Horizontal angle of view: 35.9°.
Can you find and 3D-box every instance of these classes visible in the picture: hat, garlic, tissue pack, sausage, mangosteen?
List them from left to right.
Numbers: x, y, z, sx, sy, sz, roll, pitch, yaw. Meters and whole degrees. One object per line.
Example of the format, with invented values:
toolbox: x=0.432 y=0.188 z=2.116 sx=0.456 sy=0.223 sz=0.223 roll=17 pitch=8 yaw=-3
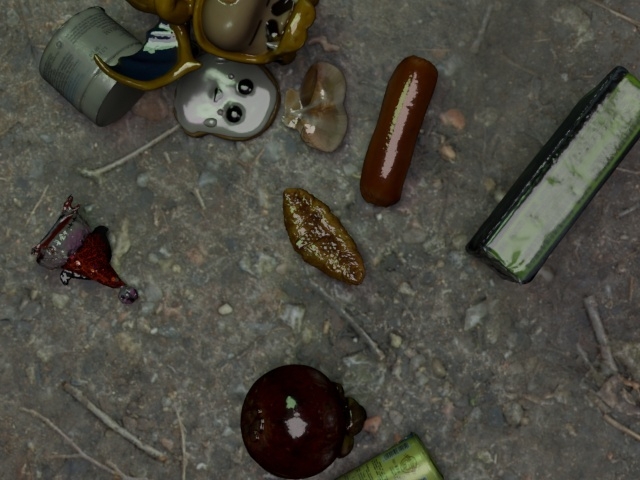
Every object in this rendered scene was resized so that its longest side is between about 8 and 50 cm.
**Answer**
hat: x=-0.441 y=0.038 z=1.918 sx=0.227 sy=0.129 sz=0.140 roll=40 pitch=74 yaw=-15
mangosteen: x=-0.021 y=0.340 z=1.849 sx=0.257 sy=0.215 sz=0.215 roll=7 pitch=90 yaw=-32
garlic: x=-0.004 y=-0.258 z=1.896 sx=0.124 sy=0.099 sz=0.174 roll=8 pitch=89 yaw=-12
sausage: x=0.149 y=-0.210 z=1.891 sx=0.089 sy=0.083 sz=0.300 roll=16 pitch=91 yaw=-9
tissue pack: x=0.431 y=-0.104 z=1.777 sx=0.124 sy=0.288 sz=0.394 roll=37 pitch=91 yaw=5

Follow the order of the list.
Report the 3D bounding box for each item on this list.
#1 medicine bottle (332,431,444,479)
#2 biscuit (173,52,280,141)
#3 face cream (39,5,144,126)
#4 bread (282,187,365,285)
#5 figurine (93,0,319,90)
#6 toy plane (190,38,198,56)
medicine bottle: x=0.110 y=0.473 z=1.871 sx=0.239 sy=0.124 sz=0.124 roll=-30 pitch=88 yaw=3
biscuit: x=-0.183 y=-0.283 z=1.925 sx=0.208 sy=0.049 sz=0.181 roll=9 pitch=91 yaw=4
face cream: x=-0.420 y=-0.329 z=1.870 sx=0.153 sy=0.177 sz=0.177 roll=42 pitch=91 yaw=3
bread: x=0.000 y=0.000 z=1.899 sx=0.105 sy=0.076 sz=0.233 roll=-38 pitch=81 yaw=-10
figurine: x=-0.200 y=-0.459 z=1.789 sx=0.387 sy=0.401 sz=0.268 roll=19 pitch=134 yaw=-9
toy plane: x=-0.282 y=-0.386 z=1.936 sx=0.121 sy=0.031 sz=0.049 roll=17 pitch=60 yaw=4
